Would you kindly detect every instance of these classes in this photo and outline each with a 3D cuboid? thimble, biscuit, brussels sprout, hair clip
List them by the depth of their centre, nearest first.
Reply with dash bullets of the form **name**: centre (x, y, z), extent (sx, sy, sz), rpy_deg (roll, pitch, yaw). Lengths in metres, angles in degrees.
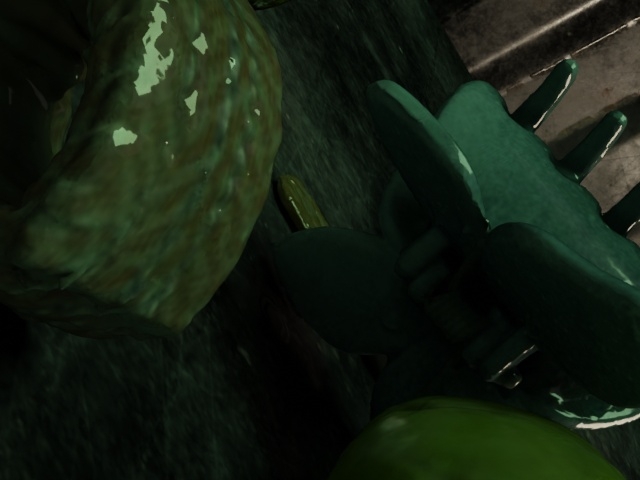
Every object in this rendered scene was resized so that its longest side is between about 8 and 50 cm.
- **thimble**: centre (-0.134, -0.071, 0.788), extent (0.148, 0.196, 0.229), rpy_deg (35, 60, -52)
- **brussels sprout**: centre (0.107, 0.243, 0.957), extent (0.274, 0.242, 0.317), rpy_deg (90, -14, -61)
- **hair clip**: centre (0.163, 0.024, 1.183), extent (0.238, 0.392, 0.318), rpy_deg (-28, 70, -34)
- **biscuit**: centre (0.000, 0.000, 1.400), extent (0.147, 0.018, 0.071), rpy_deg (60, 18, -10)

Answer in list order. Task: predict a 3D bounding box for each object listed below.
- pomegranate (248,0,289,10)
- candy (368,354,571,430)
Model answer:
- **pomegranate**: centre (-0.102, -0.310, 1.359), extent (0.222, 0.276, 0.204), rpy_deg (44, -26, 7)
- **candy**: centre (0.156, 0.112, 1.402), extent (0.195, 0.184, 0.137), rpy_deg (62, 20, -1)
